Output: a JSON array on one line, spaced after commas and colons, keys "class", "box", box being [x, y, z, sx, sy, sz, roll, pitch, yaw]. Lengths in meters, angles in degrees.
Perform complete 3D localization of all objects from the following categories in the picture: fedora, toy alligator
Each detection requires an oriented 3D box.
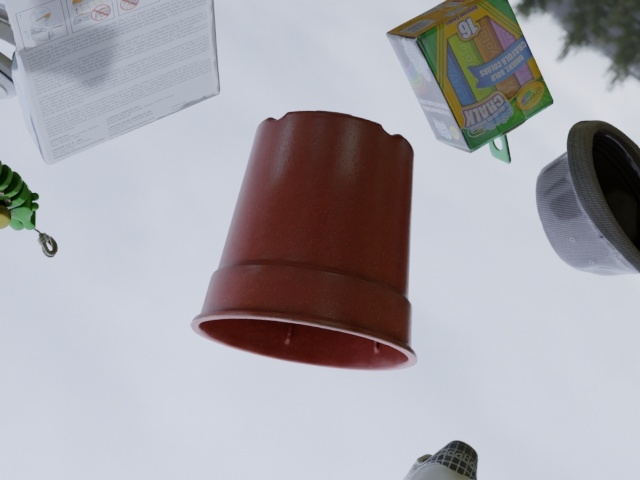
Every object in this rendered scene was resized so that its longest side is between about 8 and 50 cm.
[{"class": "fedora", "box": [0.394, -0.033, 1.565, 0.275, 0.124, 0.243, 37, -137, -28]}, {"class": "toy alligator", "box": [-0.301, -0.041, 1.098, 0.190, 0.051, 0.056, 45, -150, -49]}]

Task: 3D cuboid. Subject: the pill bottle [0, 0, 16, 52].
[{"class": "pill bottle", "box": [-0.440, -0.376, 1.656, 0.112, 0.186, 0.112, 22, 174, 2]}]

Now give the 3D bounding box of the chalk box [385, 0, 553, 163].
[{"class": "chalk box", "box": [0.201, -0.201, 1.451, 0.213, 0.132, 0.132, 61, 173, -18]}]

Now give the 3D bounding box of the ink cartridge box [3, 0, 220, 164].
[{"class": "ink cartridge box", "box": [-0.178, -0.181, 0.963, 0.181, 0.224, 0.056, -25, -123, -18]}]

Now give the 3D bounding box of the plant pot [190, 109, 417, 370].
[{"class": "plant pot", "box": [0.000, 0.000, 1.373, 0.272, 0.272, 0.265, 20, -108, -34]}]

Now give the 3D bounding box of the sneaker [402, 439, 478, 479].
[{"class": "sneaker", "box": [0.095, 0.246, 1.007, 0.090, 0.235, 0.095, 23, -113, 1]}]

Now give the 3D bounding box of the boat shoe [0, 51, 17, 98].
[{"class": "boat shoe", "box": [-0.456, -0.202, 1.298, 0.226, 0.083, 0.075, 22, -119, -23]}]
